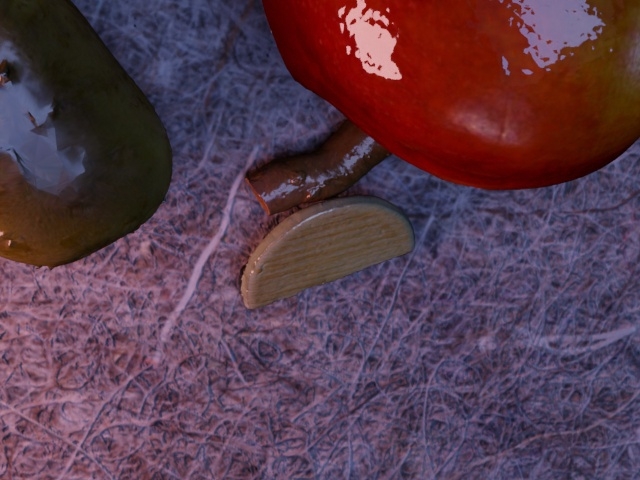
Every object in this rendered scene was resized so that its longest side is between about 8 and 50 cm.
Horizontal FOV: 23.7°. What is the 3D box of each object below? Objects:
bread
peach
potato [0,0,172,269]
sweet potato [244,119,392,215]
[{"bbox_3d":[0.003,-0.004,1.555,0.193,0.036,0.112,-21,141,-10],"label":"bread"},{"bbox_3d":[0.137,-0.229,1.354,0.388,0.388,0.388,-6,111,-16],"label":"peach"},{"bbox_3d":[-0.267,-0.114,1.372,0.210,0.173,0.307,-30,113,-3],"label":"potato"},{"bbox_3d":[0.059,-0.110,1.540,0.281,0.059,0.067,-32,127,-3],"label":"sweet potato"}]
